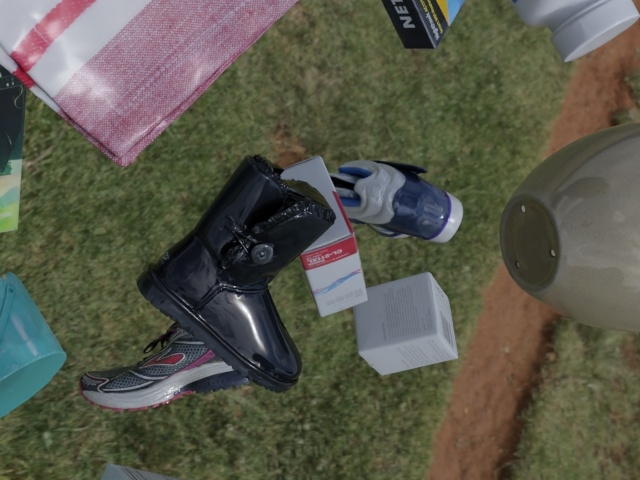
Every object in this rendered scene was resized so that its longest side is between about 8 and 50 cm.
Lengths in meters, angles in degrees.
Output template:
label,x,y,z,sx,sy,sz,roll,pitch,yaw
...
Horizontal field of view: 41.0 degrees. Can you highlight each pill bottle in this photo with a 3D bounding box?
label,x,y,z,sx,sy,sz,roll,pitch,yaw
pill bottle,0.251,-0.313,0.935,0.124,0.124,0.222,-25,84,-44

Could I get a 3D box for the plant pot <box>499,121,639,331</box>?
label,x,y,z,sx,sy,sz,roll,pitch,yaw
plant pot,0.353,-0.009,1.133,0.190,0.284,0.284,-7,79,-23

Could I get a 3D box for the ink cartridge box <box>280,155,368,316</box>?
label,x,y,z,sx,sy,sz,roll,pitch,yaw
ink cartridge box,0.000,0.000,1.087,0.072,0.175,0.127,-21,58,-4

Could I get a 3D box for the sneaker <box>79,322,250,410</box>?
label,x,y,z,sx,sy,sz,roll,pitch,yaw
sneaker,-0.231,0.186,1.337,0.121,0.299,0.112,-96,171,-84

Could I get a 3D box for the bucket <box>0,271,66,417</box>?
label,x,y,z,sx,sy,sz,roll,pitch,yaw
bucket,-0.627,0.215,1.592,0.183,0.281,0.281,50,46,10

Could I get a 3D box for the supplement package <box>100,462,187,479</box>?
label,x,y,z,sx,sy,sz,roll,pitch,yaw
supplement package,-0.305,0.584,1.665,0.262,0.198,0.199,26,86,-37

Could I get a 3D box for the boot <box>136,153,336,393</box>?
label,x,y,z,sx,sy,sz,roll,pitch,yaw
boot,-0.053,0.042,0.969,0.246,0.207,0.094,41,10,-27

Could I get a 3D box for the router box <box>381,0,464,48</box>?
label,x,y,z,sx,sy,sz,roll,pitch,yaw
router box,0.103,-0.317,0.922,0.133,0.046,0.179,-59,136,-24

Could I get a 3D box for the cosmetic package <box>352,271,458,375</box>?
label,x,y,z,sx,sy,sz,roll,pitch,yaw
cosmetic package,0.182,0.183,1.853,0.151,0.183,0.151,50,30,-53

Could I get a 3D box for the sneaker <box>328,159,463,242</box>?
label,x,y,z,sx,sy,sz,roll,pitch,yaw
sneaker,0.088,-0.088,1.552,0.236,0.323,0.130,20,91,-23

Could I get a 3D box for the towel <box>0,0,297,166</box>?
label,x,y,z,sx,sy,sz,roll,pitch,yaw
towel,-0.124,-0.211,0.412,0.237,0.037,0.329,-44,131,3

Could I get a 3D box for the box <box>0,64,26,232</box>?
label,x,y,z,sx,sy,sz,roll,pitch,yaw
box,-0.383,-0.152,0.813,0.232,0.058,0.322,-17,120,-60
